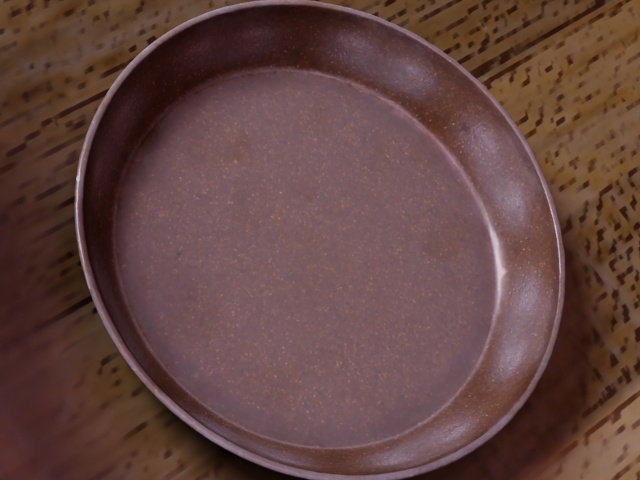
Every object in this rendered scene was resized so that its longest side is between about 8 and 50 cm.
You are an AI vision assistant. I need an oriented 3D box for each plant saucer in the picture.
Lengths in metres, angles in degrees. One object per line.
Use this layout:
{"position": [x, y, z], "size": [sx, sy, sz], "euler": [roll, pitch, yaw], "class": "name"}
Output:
{"position": [0.000, 0.000, 0.482], "size": [0.168, 0.029, 0.169], "euler": [8, 66, -19], "class": "plant saucer"}
